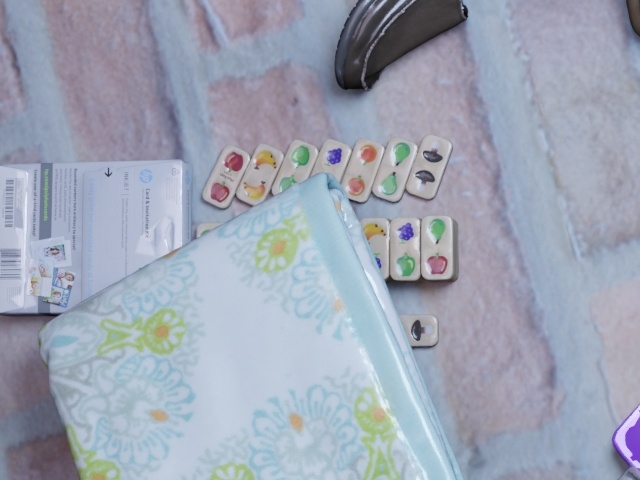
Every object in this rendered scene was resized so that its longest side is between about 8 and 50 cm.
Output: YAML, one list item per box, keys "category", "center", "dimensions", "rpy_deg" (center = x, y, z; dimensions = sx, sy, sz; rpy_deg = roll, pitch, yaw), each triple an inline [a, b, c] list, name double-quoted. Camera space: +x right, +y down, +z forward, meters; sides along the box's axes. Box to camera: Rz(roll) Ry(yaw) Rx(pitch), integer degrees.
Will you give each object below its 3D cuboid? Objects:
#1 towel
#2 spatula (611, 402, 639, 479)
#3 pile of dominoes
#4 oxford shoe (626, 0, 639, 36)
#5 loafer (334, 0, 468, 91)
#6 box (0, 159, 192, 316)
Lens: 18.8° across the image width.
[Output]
- category: "towel"
  center: [-0.063, 0.165, 1.669]
  dimensions: [0.321, 0.090, 0.374]
  rpy_deg: [-27, 64, 12]
- category: "spatula"
  center: [0.239, 0.244, 1.694]
  dimensions: [0.084, 0.030, 0.296]
  rpy_deg: [44, 95, 11]
- category: "pile of dominoes"
  center: [0.000, 0.000, 1.773]
  dimensions: [0.251, 0.040, 0.195]
  rpy_deg: [-1, 84, 13]
- category: "oxford shoe"
  center: [0.269, -0.282, 1.731]
  dimensions: [0.096, 0.083, 0.227]
  rpy_deg: [-15, 83, 36]
- category: "loafer"
  center: [0.095, -0.218, 1.752]
  dimensions: [0.078, 0.080, 0.220]
  rpy_deg: [38, 93, 15]
- category: "box"
  center: [-0.214, -0.001, 1.824]
  dimensions: [0.186, 0.038, 0.145]
  rpy_deg: [-2, 84, 14]
